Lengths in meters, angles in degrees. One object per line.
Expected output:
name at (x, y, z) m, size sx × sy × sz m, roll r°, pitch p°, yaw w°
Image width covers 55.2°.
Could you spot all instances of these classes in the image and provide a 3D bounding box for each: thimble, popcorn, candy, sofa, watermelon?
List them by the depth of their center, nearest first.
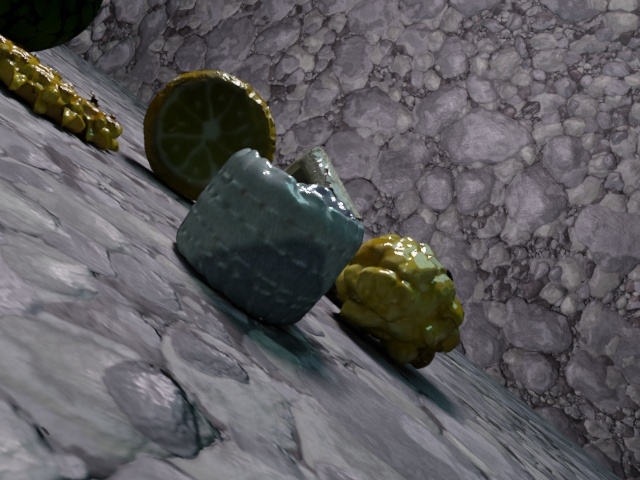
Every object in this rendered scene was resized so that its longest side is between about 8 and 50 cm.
thimble at (-0.061, -0.012, 0.786) m, size 0.204 × 0.172 × 0.250 m, roll 35°, pitch 4°, yaw -8°
watermelon at (-0.557, -0.511, 1.106) m, size 0.363 × 0.363 × 0.363 m, roll 37°, pitch 2°, yaw -2°
popcorn at (0.155, 0.112, 1.153) m, size 0.252 × 0.215 × 0.286 m, roll 32°, pitch -5°, yaw 32°
candy at (-0.213, -0.200, 1.182) m, size 0.259 × 0.260 × 0.118 m, roll 37°, pitch 6°, yaw -13°
sofa at (-0.006, -0.077, 1.449) m, size 0.176 × 0.225 × 0.210 m, roll -7°, pitch 63°, yaw -51°

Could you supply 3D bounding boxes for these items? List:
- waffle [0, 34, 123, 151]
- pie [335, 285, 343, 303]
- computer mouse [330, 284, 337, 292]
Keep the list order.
waffle at (-0.464, -0.266, 1.003) m, size 0.293 × 0.069 × 0.260 m, roll 37°, pitch 1°, yaw 21°
pie at (0.094, 0.106, 1.387) m, size 0.205 × 0.084 × 0.179 m, roll 36°, pitch 24°, yaw -32°
computer mouse at (0.013, 0.082, 1.466) m, size 0.089 × 0.056 × 0.181 m, roll 33°, pitch 2°, yaw 14°
